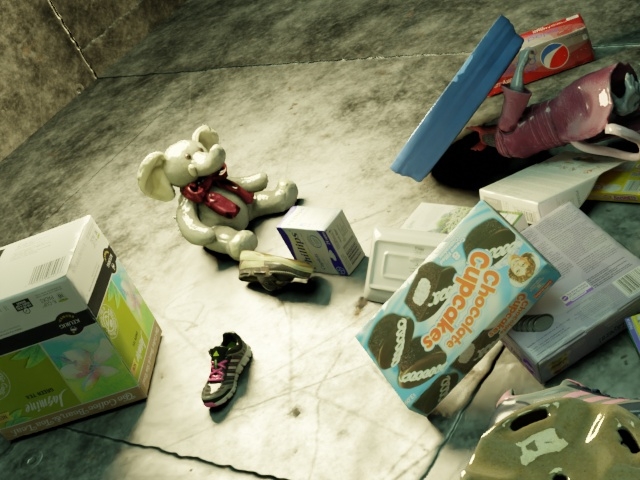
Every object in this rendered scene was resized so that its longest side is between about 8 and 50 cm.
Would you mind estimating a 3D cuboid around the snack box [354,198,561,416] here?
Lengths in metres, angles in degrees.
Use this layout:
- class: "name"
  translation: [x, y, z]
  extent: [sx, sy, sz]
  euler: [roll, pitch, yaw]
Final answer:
- class: "snack box"
  translation: [0.219, 0.109, 1.653]
  extent: [0.322, 0.060, 0.187]
  euler: [-48, 45, 10]

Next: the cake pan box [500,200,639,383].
- class: "cake pan box"
  translation: [0.395, 0.076, 1.674]
  extent: [0.267, 0.070, 0.246]
  euler: [-33, 47, -9]

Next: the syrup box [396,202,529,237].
- class: "syrup box"
  translation: [0.270, 0.001, 1.890]
  extent: [0.237, 0.096, 0.093]
  euler: [7, 43, 43]

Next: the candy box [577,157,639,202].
- class: "candy box"
  translation: [0.563, -0.114, 1.909]
  extent: [0.206, 0.027, 0.105]
  euler: [7, 44, 43]

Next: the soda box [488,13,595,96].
- class: "soda box"
  translation: [0.496, -0.432, 2.357]
  extent: [0.263, 0.092, 0.083]
  euler: [-18, 33, 13]

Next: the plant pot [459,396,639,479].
- class: "plant pot"
  translation: [0.309, 0.357, 1.146]
  extent: [0.334, 0.305, 0.334]
  euler: [-18, 33, 12]

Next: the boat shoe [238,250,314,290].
- class: "boat shoe"
  translation: [-0.095, 0.068, 2.084]
  extent: [0.223, 0.080, 0.073]
  euler: [9, 84, 51]

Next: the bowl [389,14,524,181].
- class: "bowl"
  translation: [0.289, -0.288, 2.112]
  extent: [0.391, 0.077, 0.391]
  euler: [-54, -1, -2]

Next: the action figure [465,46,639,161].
- class: "action figure"
  translation: [0.463, -0.218, 1.981]
  extent: [0.370, 0.248, 0.276]
  euler: [-16, 56, 30]

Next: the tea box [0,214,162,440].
- class: "tea box"
  translation: [-0.541, 0.178, 2.007]
  extent: [0.329, 0.323, 0.220]
  euler: [-19, 32, 13]

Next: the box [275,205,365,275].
- class: "box"
  translation: [0.000, 0.000, 2.061]
  extent: [0.137, 0.126, 0.072]
  euler: [5, 45, 41]

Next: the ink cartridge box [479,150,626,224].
- class: "ink cartridge box"
  translation: [0.447, -0.103, 1.930]
  extent: [0.224, 0.056, 0.181]
  euler: [-22, 21, -22]

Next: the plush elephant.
- class: "plush elephant"
  translation: [-0.256, -0.128, 2.300]
  extent: [0.330, 0.255, 0.272]
  euler: [1, 36, 40]

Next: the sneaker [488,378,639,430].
- class: "sneaker"
  translation: [0.392, 0.244, 1.434]
  extent: [0.319, 0.112, 0.131]
  euler: [-9, 39, 25]

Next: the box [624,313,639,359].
- class: "box"
  translation: [0.566, 0.136, 1.532]
  extent: [0.179, 0.043, 0.105]
  euler: [-19, 33, 10]

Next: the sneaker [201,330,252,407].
- class: "sneaker"
  translation: [-0.187, 0.237, 1.901]
  extent: [0.063, 0.075, 0.170]
  euler: [-5, 38, 31]

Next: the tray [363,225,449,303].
- class: "tray"
  translation: [0.185, 0.054, 1.853]
  extent: [0.270, 0.030, 0.145]
  euler: [7, 88, 42]
